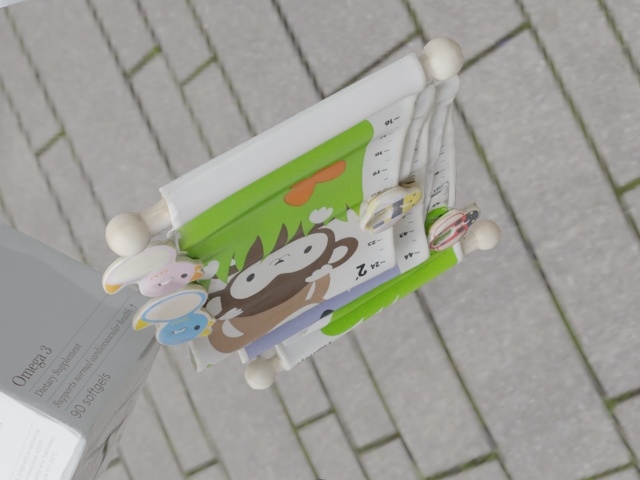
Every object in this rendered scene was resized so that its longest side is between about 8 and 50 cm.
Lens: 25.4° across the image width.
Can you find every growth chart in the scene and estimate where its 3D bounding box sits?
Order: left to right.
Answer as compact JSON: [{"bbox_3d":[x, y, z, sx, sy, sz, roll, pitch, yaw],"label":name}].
[{"bbox_3d":[0.000,0.000,0.611,0.021,0.172,0.237,55,176,22],"label":"growth chart"}]

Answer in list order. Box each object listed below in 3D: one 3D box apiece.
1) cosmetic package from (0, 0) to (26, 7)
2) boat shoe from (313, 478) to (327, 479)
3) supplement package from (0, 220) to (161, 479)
[{"bbox_3d":[-0.006,-0.288,0.605,0.097,0.377,0.284,-108,2,-49],"label":"cosmetic package"},{"bbox_3d":[-0.043,0.157,0.631,0.049,0.142,0.040,27,146,55],"label":"boat shoe"},{"bbox_3d":[-0.174,0.051,0.612,0.179,0.105,0.105,27,121,1],"label":"supplement package"}]
